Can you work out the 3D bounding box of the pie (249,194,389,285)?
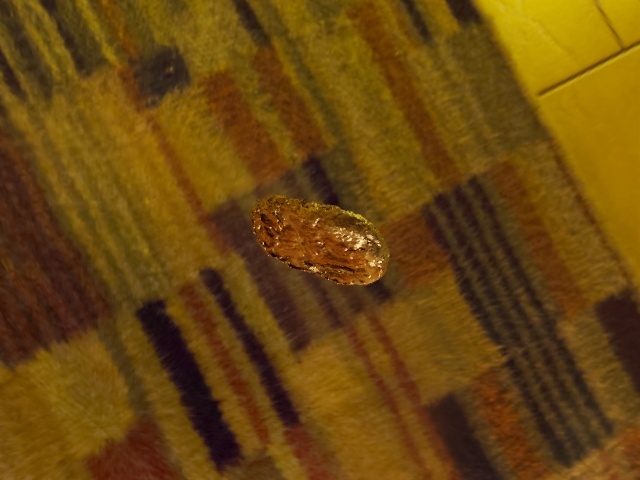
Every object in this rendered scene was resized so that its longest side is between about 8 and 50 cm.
[{"bbox_3d":[0.000,0.000,1.607,0.274,0.274,0.055,24,67,-8],"label":"pie"}]
